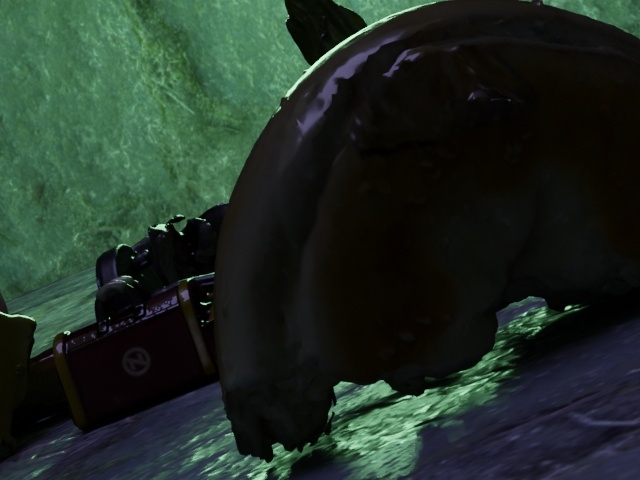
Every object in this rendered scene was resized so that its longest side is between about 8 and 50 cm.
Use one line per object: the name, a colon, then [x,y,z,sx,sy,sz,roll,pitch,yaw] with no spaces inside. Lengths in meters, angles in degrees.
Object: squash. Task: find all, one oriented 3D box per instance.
squash: [0.064,-0.093,1.553,0.137,0.287,0.137,-18,38,14]

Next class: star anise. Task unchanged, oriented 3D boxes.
star anise: [-0.145,0.021,2.025,0.209,0.089,0.231,-34,-7,29]

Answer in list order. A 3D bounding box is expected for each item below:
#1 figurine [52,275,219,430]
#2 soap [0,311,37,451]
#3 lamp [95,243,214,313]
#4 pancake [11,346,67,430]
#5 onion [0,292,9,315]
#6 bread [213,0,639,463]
figurine: [-0.126,0.069,1.401,0.154,0.098,0.082,-25,1,11]
soap: [-0.334,0.127,1.501,0.233,0.076,0.135,-17,51,39]
lamp: [0.002,0.038,1.480,0.371,0.108,0.130,-7,-3,15]
pancake: [-0.245,0.118,1.621,0.266,0.057,0.244,-18,7,42]
onion: [-0.434,0.113,1.936,0.207,0.200,0.200,0,12,15]
bread: [0.062,-0.027,0.997,0.314,0.192,0.171,-25,6,-15]
